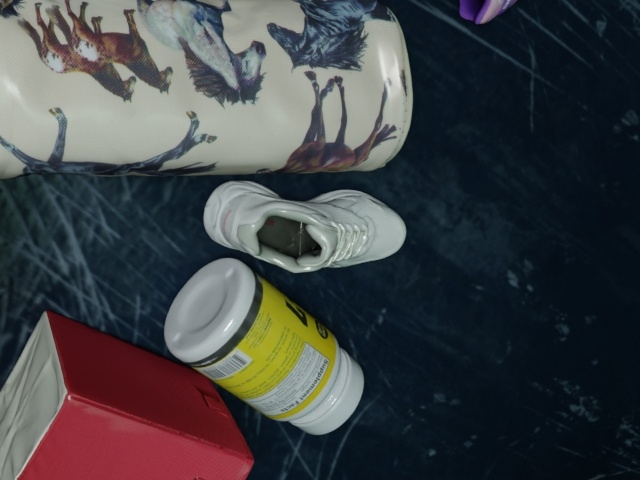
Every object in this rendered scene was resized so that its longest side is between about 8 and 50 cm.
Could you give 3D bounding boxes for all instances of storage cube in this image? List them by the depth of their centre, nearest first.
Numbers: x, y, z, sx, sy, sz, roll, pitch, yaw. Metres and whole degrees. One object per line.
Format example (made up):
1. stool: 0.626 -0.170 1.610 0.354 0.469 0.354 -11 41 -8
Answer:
1. storage cube: -0.210 0.210 0.884 0.193 0.215 0.184 28 97 -28

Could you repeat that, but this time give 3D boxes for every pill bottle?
1. pill bottle: -0.054 0.120 0.979 0.119 0.119 0.208 -49 125 -1

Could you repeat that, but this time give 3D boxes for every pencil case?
1. pencil case: -0.126 -0.147 0.803 0.410 0.160 0.184 -4 83 -26

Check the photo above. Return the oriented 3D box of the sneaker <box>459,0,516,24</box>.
1. sneaker: 0.137 -0.308 0.917 0.104 0.095 0.236 -43 125 4

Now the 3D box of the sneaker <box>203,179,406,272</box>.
1. sneaker: 0.000 0.000 0.957 0.232 0.115 0.090 2 110 -28
